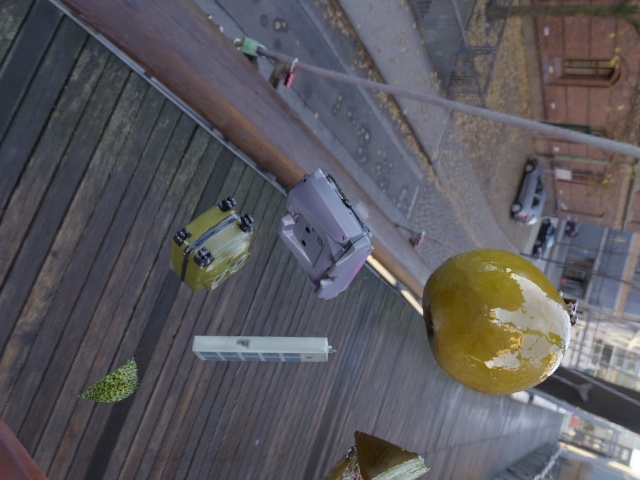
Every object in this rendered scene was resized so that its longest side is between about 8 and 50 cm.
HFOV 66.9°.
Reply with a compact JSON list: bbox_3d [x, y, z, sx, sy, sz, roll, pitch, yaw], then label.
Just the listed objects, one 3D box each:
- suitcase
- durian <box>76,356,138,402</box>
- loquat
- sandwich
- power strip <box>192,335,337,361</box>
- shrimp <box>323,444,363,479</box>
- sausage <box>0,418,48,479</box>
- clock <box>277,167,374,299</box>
[{"bbox_3d":[-0.281,0.023,1.273,0.194,0.143,0.234,-42,171,-34],"label":"suitcase"},{"bbox_3d":[-0.566,0.382,1.351,0.215,0.100,0.086,-32,124,-66],"label":"durian"},{"bbox_3d":[0.330,0.148,0.901,0.275,0.275,0.274,-29,126,-50],"label":"loquat"},{"bbox_3d":[0.058,0.209,0.448,0.031,0.083,0.044,43,66,-23],"label":"sandwich"},{"bbox_3d":[-0.142,0.277,1.234,0.106,0.368,0.043,84,6,-64],"label":"power strip"},{"bbox_3d":[0.034,0.362,0.682,0.183,0.092,0.043,-62,159,-18],"label":"shrimp"},{"bbox_3d":[-0.178,0.134,0.272,0.030,0.147,0.035,7,98,-50],"label":"sausage"},{"bbox_3d":[0.000,0.000,0.978,0.084,0.186,0.253,-23,158,-25],"label":"clock"}]
